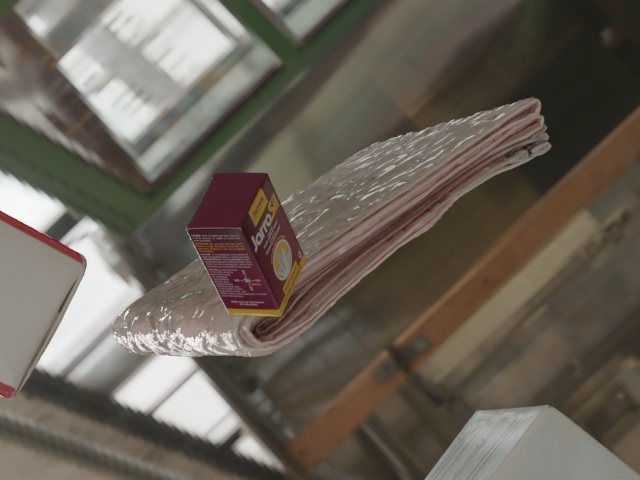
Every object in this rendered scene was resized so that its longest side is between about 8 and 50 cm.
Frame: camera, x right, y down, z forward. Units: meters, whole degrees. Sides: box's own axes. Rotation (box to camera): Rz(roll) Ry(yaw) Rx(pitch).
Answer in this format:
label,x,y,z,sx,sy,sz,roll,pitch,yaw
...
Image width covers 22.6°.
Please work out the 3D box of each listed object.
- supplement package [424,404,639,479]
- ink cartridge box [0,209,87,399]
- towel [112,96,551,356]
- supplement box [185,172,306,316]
label,x,y,z,sx,sy,sz,roll,pitch,yaw
supplement package,0.165,0.264,1.237,0.199,0.198,0.262,39,171,0
ink cartridge box,-0.350,0.002,1.269,0.226,0.131,0.306,29,171,-27
towel,0.000,0.000,1.328,0.053,0.317,0.332,59,159,-8
supplement box,-0.048,0.003,1.053,0.055,0.043,0.083,-66,-35,-39
